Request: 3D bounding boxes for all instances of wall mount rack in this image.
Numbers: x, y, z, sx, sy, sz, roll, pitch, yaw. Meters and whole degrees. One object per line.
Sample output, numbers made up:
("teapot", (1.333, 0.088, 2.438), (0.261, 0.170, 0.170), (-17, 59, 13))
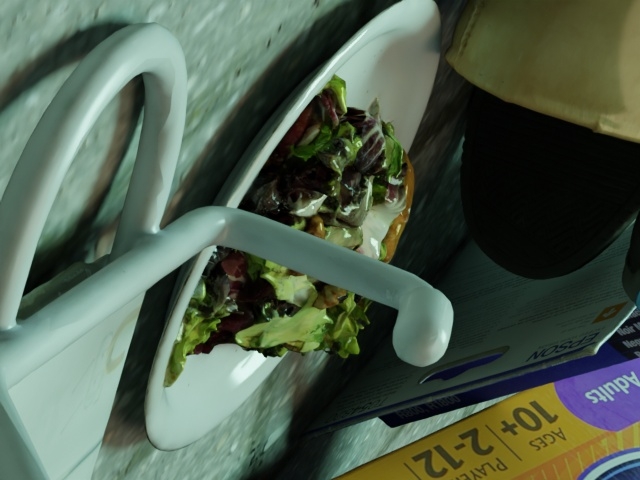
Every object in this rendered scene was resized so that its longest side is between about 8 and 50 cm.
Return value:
("wall mount rack", (-0.066, 0.131, 0.517), (0.304, 0.130, 0.350), (-43, 153, -67))

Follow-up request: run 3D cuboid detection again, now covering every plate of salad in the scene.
("plate of salad", (0.000, 0.000, 0.734), (0.200, 0.048, 0.200), (-53, 165, -20))

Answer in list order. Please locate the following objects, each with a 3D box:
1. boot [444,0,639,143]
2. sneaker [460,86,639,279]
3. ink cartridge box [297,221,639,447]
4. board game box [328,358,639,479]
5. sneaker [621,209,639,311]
("boot", (0.198, -0.162, 0.774), (0.089, 0.236, 0.269), (-126, -126, -64))
("sneaker", (0.179, -0.125, 0.956), (0.178, 0.124, 0.295), (-18, 137, -55))
("ink cartridge box", (0.123, 0.033, 1.004), (0.223, 0.045, 0.224), (-22, -163, 48))
("board game box", (0.107, 0.337, 0.986), (0.356, 0.356, 0.356), (-19, 142, -40))
("sneaker", (0.251, -0.090, 0.863), (0.341, 0.125, 0.139), (-40, 131, -23))
